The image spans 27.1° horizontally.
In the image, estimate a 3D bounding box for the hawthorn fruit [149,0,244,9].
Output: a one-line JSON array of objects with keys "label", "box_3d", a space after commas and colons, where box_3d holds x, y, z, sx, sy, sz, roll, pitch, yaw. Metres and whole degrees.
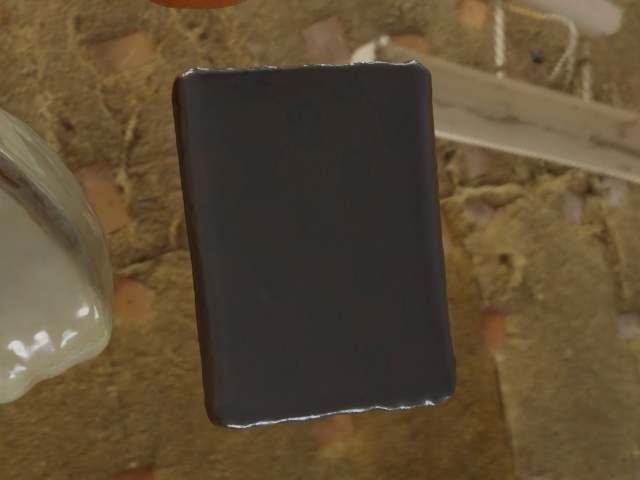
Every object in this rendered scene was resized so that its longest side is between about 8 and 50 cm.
[{"label": "hawthorn fruit", "box_3d": [-0.082, -0.300, 1.116, 0.196, 0.225, 0.197, 29, -131, -41]}]

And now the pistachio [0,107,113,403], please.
[{"label": "pistachio", "box_3d": [-0.388, -0.020, 1.229, 0.445, 0.365, 0.281, 34, -127, -3]}]

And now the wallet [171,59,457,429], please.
[{"label": "wallet", "box_3d": [0.000, 0.000, 0.849, 0.181, 0.049, 0.229, -5, -92, -24]}]
